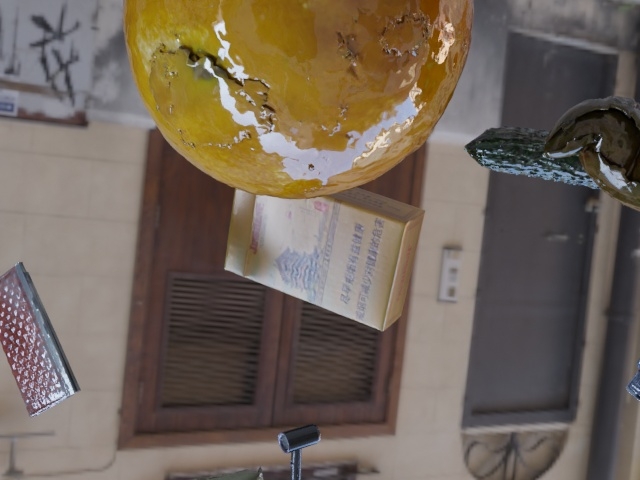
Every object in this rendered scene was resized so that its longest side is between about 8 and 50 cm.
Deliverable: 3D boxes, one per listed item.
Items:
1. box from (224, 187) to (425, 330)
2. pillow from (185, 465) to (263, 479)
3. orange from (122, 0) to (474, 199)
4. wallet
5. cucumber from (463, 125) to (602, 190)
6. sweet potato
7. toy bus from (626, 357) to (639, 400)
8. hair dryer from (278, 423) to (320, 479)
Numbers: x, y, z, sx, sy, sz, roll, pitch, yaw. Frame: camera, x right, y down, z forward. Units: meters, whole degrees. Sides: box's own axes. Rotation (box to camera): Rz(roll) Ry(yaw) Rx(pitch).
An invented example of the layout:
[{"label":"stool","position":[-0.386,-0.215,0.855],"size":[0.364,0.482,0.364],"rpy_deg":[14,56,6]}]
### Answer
[{"label":"box","position":[0.000,0.000,1.372],"size":[0.274,0.174,0.076],"rpy_deg":[20,-156,22]},{"label":"pillow","position":[-0.185,0.430,1.550],"size":[0.208,0.119,0.053],"rpy_deg":[-12,-135,5]},{"label":"orange","position":[-0.017,-0.151,0.652],"size":[0.246,0.246,0.246],"rpy_deg":[6,-177,0]},{"label":"wallet","position":[-0.403,0.138,1.293],"size":[0.103,0.196,0.020],"rpy_deg":[-32,169,29]},{"label":"cucumber","position":[0.428,-0.140,1.617],"size":[0.359,0.096,0.096],"rpy_deg":[11,-176,8]},{"label":"sweet potato","position":[0.316,-0.055,0.676],"size":[0.310,0.124,0.098],"rpy_deg":[-6,150,0]},{"label":"toy bus","position":[0.518,0.152,1.346],"size":[0.064,0.190,0.075],"rpy_deg":[40,-160,33]},{"label":"hair dryer","position":[-0.026,0.263,1.130],"size":[0.047,0.083,0.026],"rpy_deg":[-9,-157,-29]}]
